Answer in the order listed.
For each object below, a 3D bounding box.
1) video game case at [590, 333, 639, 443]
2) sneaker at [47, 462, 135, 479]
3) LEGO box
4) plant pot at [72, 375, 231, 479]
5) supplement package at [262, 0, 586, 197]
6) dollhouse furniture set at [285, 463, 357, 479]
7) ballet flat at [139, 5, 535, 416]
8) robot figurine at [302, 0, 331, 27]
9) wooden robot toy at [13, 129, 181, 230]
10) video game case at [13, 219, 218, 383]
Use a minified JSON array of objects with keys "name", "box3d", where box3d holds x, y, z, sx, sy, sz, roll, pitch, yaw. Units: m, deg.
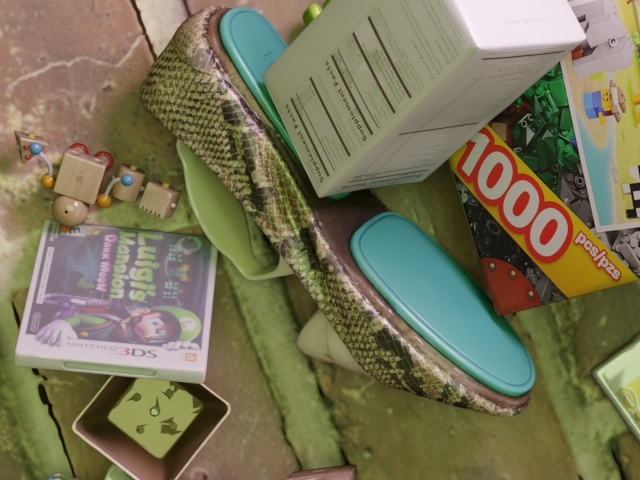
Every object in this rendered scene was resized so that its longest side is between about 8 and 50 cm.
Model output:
[{"name":"video game case","box3d":[0.418,0.164,1.636,0.206,0.026,0.227,-35,90,-4]},{"name":"sneaker","box3d":[-0.254,0.267,1.555,0.191,0.071,0.083,-27,99,1]},{"name":"LEGO box","box3d":[0.272,-0.221,1.453,0.193,0.372,0.500,-15,87,-43]},{"name":"plant pot","box3d":[-0.160,0.167,1.563,0.109,0.096,0.109,38,85,-1]},{"name":"supplement package","box3d":[0.083,-0.159,1.420,0.139,0.244,0.133,-10,68,-41]},{"name":"dollhouse furniture set","box3d":[-0.052,0.293,1.555,0.184,0.129,0.129,-7,88,6]},{"name":"ballet flat","box3d":[0.000,0.000,1.559,0.182,0.164,0.483,-41,86,32]},{"name":"robot figurine","box3d":[0.026,-0.183,1.604,0.101,0.067,0.115,-30,90,-16]},{"name":"wooden robot toy","box3d":[-0.227,-0.045,1.584,0.173,0.076,0.079,20,102,-2]},{"name":"video game case","box3d":[-0.188,0.054,1.539,0.173,0.190,0.022,6,130,-4]}]
